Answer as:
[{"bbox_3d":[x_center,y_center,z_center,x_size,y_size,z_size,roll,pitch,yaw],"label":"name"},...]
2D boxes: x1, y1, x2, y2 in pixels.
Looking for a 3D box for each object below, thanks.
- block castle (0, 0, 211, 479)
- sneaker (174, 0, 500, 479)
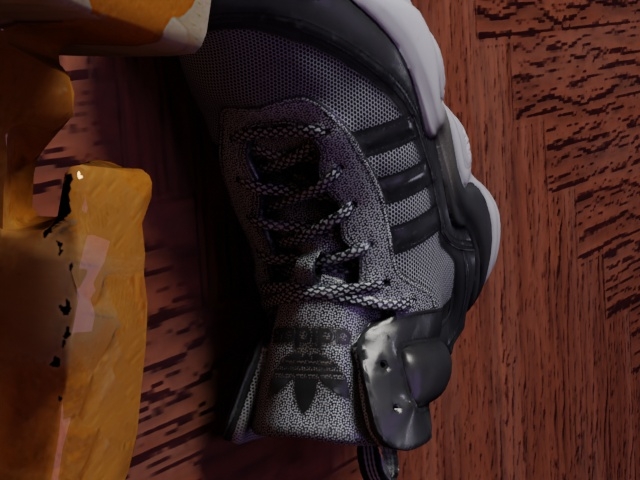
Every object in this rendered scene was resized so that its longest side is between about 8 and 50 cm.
[{"bbox_3d":[-0.169,-0.108,0.264,0.303,0.213,0.453,14,80,-64],"label":"block castle"},{"bbox_3d":[0.000,0.000,0.673,0.268,0.101,0.153,54,43,-51],"label":"sneaker"}]
